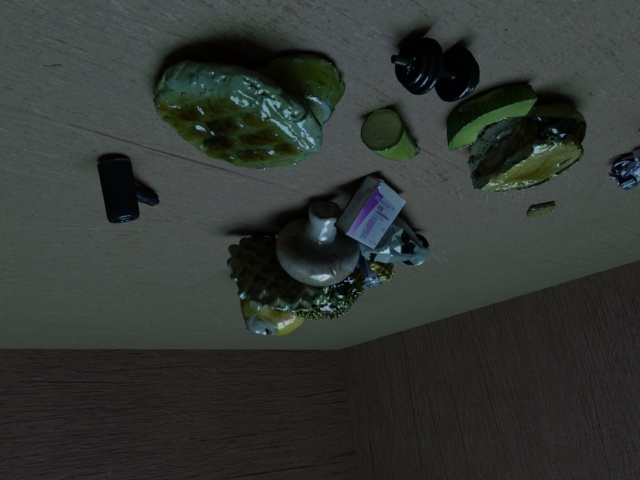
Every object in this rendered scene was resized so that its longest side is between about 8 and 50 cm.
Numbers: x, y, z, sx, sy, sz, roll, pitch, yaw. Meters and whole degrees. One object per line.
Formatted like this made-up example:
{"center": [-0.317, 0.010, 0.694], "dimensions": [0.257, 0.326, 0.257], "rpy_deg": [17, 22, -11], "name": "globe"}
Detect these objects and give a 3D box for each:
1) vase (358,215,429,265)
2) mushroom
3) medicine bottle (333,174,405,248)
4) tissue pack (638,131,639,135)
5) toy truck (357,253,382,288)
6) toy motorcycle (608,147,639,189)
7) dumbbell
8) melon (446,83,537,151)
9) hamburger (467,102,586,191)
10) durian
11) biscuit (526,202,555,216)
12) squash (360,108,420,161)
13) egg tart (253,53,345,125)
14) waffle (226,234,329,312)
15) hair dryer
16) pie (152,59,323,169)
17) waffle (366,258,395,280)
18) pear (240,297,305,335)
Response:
{"center": [0.240, 0.007, 1.907], "dimensions": [0.165, 0.165, 0.360], "rpy_deg": [-18, 164, 23], "name": "vase"}
{"center": [0.000, 0.000, 1.693], "dimensions": [0.244, 0.243, 0.243], "rpy_deg": [-9, 161, -3], "name": "mushroom"}
{"center": [0.136, -0.076, 1.638], "dimensions": [0.171, 0.052, 0.201], "rpy_deg": [-55, 150, 4], "name": "medicine bottle"}
{"center": [1.020, -0.148, 1.441], "dimensions": [0.332, 0.405, 0.205], "rpy_deg": [-7, 158, -9], "name": "tissue pack"}
{"center": [0.061, 0.146, 2.218], "dimensions": [0.175, 0.146, 0.367], "rpy_deg": [1, 157, -40], "name": "toy truck"}
{"center": [0.936, -0.214, 1.697], "dimensions": [0.150, 0.102, 0.221], "rpy_deg": [30, 138, -31], "name": "toy motorcycle"}
{"center": [0.207, -0.300, 1.067], "dimensions": [0.208, 0.099, 0.099], "rpy_deg": [2, 158, -34], "name": "dumbbell"}
{"center": [0.356, -0.269, 1.292], "dimensions": [0.209, 0.064, 0.118], "rpy_deg": [-20, 158, 23], "name": "melon"}
{"center": [0.500, -0.214, 1.409], "dimensions": [0.211, 0.132, 0.309], "rpy_deg": [-3, 160, -21], "name": "hamburger"}
{"center": [0.004, 0.126, 1.975], "dimensions": [0.291, 0.291, 0.224], "rpy_deg": [-14, -156, 13], "name": "durian"}
{"center": [0.740, -0.104, 2.030], "dimensions": [0.083, 0.018, 0.081], "rpy_deg": [-11, 161, 6], "name": "biscuit"}
{"center": [0.175, -0.217, 1.337], "dimensions": [0.094, 0.094, 0.224], "rpy_deg": [-19, 166, 25], "name": "squash"}
{"center": [-0.049, -0.257, 1.099], "dimensions": [0.197, 0.078, 0.197], "rpy_deg": [-5, 159, -2], "name": "egg tart"}
{"center": [-0.122, 0.089, 1.765], "dimensions": [0.292, 0.309, 0.056], "rpy_deg": [1, 133, -21], "name": "waffle"}
{"center": [-0.409, -0.092, 1.360], "dimensions": [0.070, 0.128, 0.255], "rpy_deg": [-13, 172, 7], "name": "hair dryer"}
{"center": [-0.149, -0.207, 1.063], "dimensions": [0.306, 0.071, 0.306], "rpy_deg": [15, 155, 7], "name": "pie"}
{"center": [0.189, 0.053, 1.984], "dimensions": [0.038, 0.191, 0.191], "rpy_deg": [-24, 157, 24], "name": "waffle"}
{"center": [-0.161, 0.214, 2.151], "dimensions": [0.271, 0.271, 0.271], "rpy_deg": [-9, 161, -3], "name": "pear"}
